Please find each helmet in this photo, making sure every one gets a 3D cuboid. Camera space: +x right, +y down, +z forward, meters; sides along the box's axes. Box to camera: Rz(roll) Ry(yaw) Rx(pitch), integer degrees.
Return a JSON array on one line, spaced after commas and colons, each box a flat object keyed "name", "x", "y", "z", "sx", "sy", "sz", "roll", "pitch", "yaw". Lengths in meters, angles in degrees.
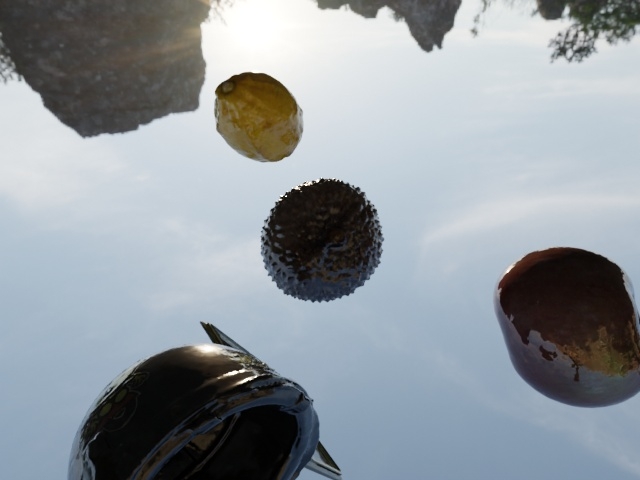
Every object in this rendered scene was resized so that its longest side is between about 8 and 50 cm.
[{"name": "helmet", "x": -0.133, "y": 0.206, "z": 0.508, "sx": 0.160, "sy": 0.279, "sz": 0.231, "roll": 32, "pitch": -96, "yaw": 31}]

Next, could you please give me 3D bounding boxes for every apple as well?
[{"name": "apple", "x": 0.475, "y": 0.156, "z": 0.926, "sx": 0.235, "sy": 0.306, "sz": 0.306, "roll": -20, "pitch": -159, "yaw": 34}]

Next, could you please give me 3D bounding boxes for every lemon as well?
[{"name": "lemon", "x": -0.087, "y": -0.170, "z": 0.679, "sx": 0.114, "sy": 0.155, "sz": 0.114, "roll": -13, "pitch": -115, "yaw": 28}]

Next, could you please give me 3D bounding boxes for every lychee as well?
[{"name": "lychee", "x": 0.005, "y": 0.001, "z": 1.140, "sx": 0.299, "sy": 0.300, "sz": 0.300, "roll": -1, "pitch": -147, "yaw": 1}]

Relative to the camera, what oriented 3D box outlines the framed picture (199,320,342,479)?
[{"name": "framed picture", "x": -0.080, "y": 0.271, "z": 0.838, "sx": 0.019, "sy": 0.232, "sz": 0.296, "roll": -41, "pitch": -128, "yaw": -6}]
